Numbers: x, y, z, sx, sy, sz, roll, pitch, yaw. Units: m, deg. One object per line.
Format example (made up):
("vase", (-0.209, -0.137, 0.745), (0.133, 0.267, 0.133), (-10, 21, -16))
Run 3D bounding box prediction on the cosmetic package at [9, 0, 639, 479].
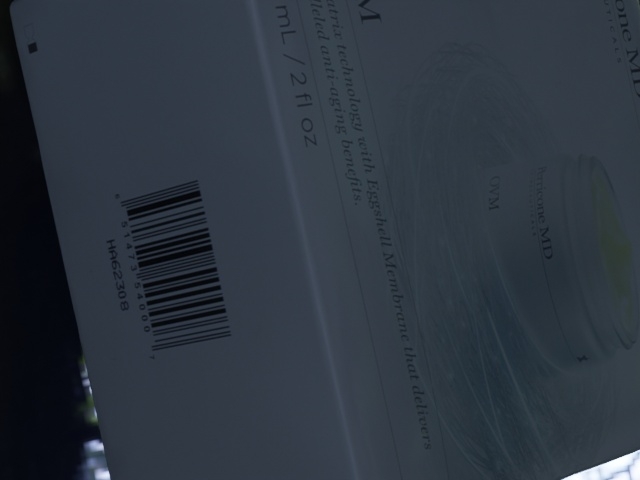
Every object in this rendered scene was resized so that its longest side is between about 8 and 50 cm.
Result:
("cosmetic package", (0.027, -0.009, 0.735), (0.224, 0.138, 0.224), (-12, -91, -46))
